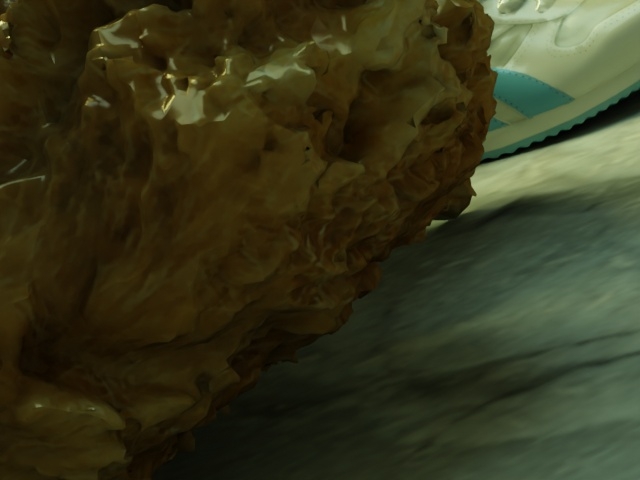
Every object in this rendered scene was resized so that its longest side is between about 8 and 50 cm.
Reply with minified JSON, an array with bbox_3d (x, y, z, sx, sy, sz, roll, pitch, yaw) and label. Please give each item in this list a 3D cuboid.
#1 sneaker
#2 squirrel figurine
[{"bbox_3d":[0.064,-0.088,0.873,0.228,0.092,0.087,-16,13,19],"label":"sneaker"},{"bbox_3d":[-0.087,-0.029,0.653,0.370,0.281,0.397,-16,25,-25],"label":"squirrel figurine"}]
